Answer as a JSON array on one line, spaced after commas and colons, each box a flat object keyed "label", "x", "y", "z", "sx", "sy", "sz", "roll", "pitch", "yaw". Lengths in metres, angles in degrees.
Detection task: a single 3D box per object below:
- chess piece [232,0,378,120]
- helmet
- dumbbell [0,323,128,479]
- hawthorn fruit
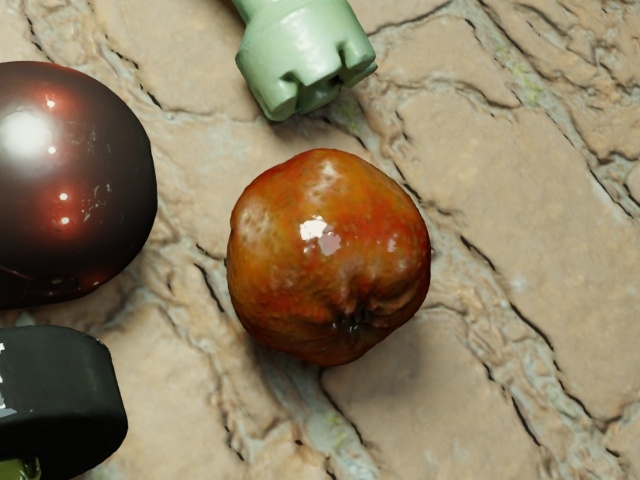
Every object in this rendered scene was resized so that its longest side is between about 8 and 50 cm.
[{"label": "chess piece", "x": -0.067, "y": -0.269, "z": 1.172, "sx": 0.194, "sy": 0.194, "sz": 0.299, "roll": -25, "pitch": 84, "yaw": -30}, {"label": "helmet", "x": -0.231, "y": -0.047, "z": 0.991, "sx": 0.216, "sy": 0.193, "sz": 0.189, "roll": 21, "pitch": 51, "yaw": -45}, {"label": "dumbbell", "x": -0.203, "y": 0.238, "z": 0.825, "sx": 0.203, "sy": 0.204, "sz": 0.323, "roll": -9, "pitch": 67, "yaw": -25}, {"label": "hawthorn fruit", "x": 0.000, "y": 0.000, "z": 1.054, "sx": 0.179, "sy": 0.179, "sz": 0.200, "roll": -3, "pitch": 52, "yaw": -22}]
